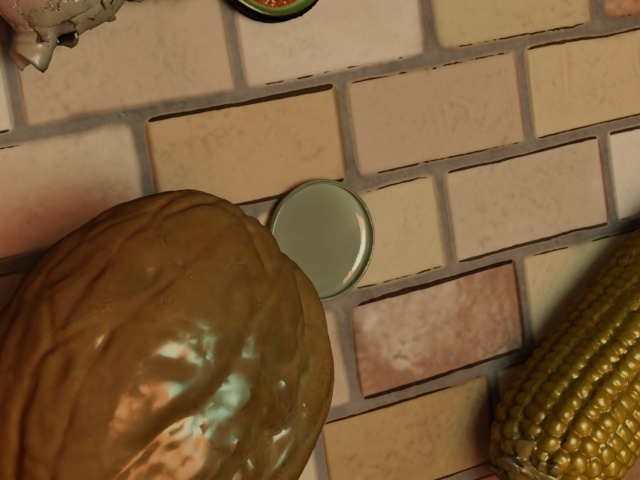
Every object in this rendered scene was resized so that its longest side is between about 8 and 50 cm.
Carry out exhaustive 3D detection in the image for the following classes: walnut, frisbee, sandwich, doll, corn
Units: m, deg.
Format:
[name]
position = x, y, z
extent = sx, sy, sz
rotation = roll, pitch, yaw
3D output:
[walnut]
position = -0.127, 0.118, 1.221
extent = 0.277, 0.252, 0.313
rotation = 51, 61, -23
[frisbee]
position = 0.000, 0.000, 1.417
extent = 0.110, 0.014, 0.110
rotation = -4, 97, -30
[sandwich]
position = -0.033, -0.225, 1.373
extent = 0.069, 0.026, 0.101
rotation = 44, 71, -21
[doll]
position = -0.214, -0.233, 1.229
extent = 0.149, 0.095, 0.192
rotation = -43, 111, -22
[corn]
position = 0.303, 0.097, 1.532
extent = 0.387, 0.144, 0.144
rotation = -48, 115, -21
